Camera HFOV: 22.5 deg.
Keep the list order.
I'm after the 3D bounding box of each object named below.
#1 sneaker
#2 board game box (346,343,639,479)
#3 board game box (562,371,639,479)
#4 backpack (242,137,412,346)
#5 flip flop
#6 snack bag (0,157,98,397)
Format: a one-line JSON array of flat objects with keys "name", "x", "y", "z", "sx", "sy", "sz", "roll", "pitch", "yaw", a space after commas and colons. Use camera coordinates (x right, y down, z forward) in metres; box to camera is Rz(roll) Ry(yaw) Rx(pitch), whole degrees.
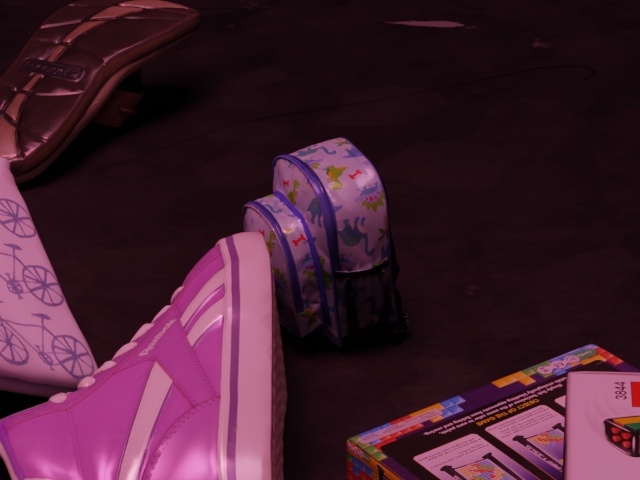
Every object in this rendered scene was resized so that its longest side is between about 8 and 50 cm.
[{"name": "sneaker", "x": -0.099, "y": 0.080, "z": 0.874, "sx": 0.161, "sy": 0.102, "sz": 0.282, "roll": -5, "pitch": 25, "yaw": 3}, {"name": "board game box", "x": 0.121, "y": 0.122, "z": 0.817, "sx": 0.170, "sy": 0.048, "sz": 0.141, "roll": -17, "pitch": 31, "yaw": -29}, {"name": "board game box", "x": 0.096, "y": 0.198, "z": 0.491, "sx": 0.053, "sy": 0.193, "sz": 0.305, "roll": 2, "pitch": 25, "yaw": 8}, {"name": "backpack", "x": 0.000, "y": 0.000, "z": 1.010, "sx": 0.084, "sy": 0.114, "sz": 0.105, "roll": -13, "pitch": 28, "yaw": -21}, {"name": "flip flop", "x": -0.199, "y": -0.122, "z": 1.347, "sx": 0.112, "sy": 0.080, "sz": 0.277, "roll": 14, "pitch": 45, "yaw": 22}, {"name": "snack bag", "x": -0.290, "y": -0.066, "z": 0.904, "sx": 0.323, "sy": 0.037, "sz": 0.342, "roll": 20, "pitch": 35, "yaw": -55}]
